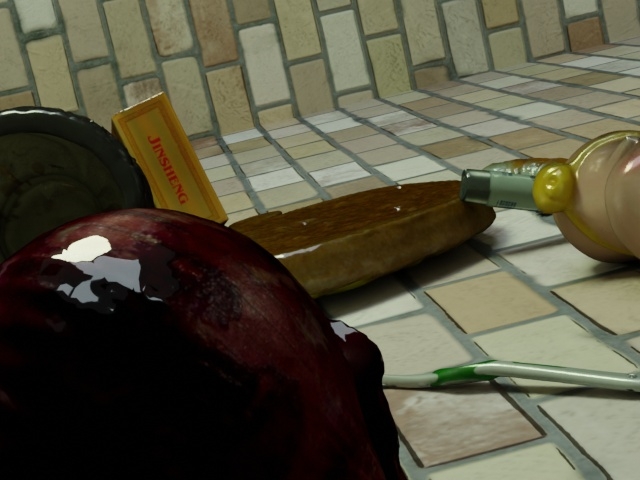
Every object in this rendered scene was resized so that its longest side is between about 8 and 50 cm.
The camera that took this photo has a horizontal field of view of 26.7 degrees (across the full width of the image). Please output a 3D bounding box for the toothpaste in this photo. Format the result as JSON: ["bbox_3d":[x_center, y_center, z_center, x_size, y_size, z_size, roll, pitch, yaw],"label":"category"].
[{"bbox_3d":[0.269,-0.045,1.445,0.239,0.039,0.062,7,9,-5],"label":"toothpaste"}]

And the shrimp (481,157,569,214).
[{"bbox_3d":[0.257,-0.061,1.673,0.161,0.049,0.166,-7,20,21],"label":"shrimp"}]

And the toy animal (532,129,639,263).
[{"bbox_3d":[0.302,-0.038,1.251,0.165,0.149,0.248,-33,23,-13],"label":"toy animal"}]

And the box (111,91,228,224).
[{"bbox_3d":[-0.196,-0.073,1.705,0.076,0.174,0.274,-26,-1,-10],"label":"box"}]

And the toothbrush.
[{"bbox_3d":[0.119,0.105,1.045,0.304,0.030,0.030,0,17,40],"label":"toothbrush"}]

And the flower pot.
[{"bbox_3d":[-0.316,-0.015,1.571,0.267,0.266,0.267,-13,1,-2],"label":"flower pot"}]

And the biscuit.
[{"bbox_3d":[0.002,0.009,1.531,0.394,0.070,0.350,-18,10,-27],"label":"biscuit"}]

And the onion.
[{"bbox_3d":[-0.069,0.103,0.642,0.281,0.281,0.221,-3,35,40],"label":"onion"}]
